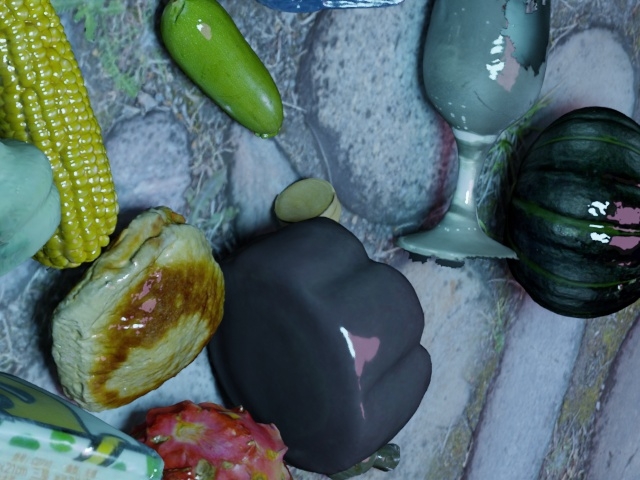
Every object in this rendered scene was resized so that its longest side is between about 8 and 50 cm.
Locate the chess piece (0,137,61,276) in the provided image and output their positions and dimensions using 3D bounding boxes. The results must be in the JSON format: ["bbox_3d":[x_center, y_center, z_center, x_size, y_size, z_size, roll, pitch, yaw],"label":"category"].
[{"bbox_3d":[-0.335,-0.112,1.290,0.194,0.195,0.299,-36,119,-31],"label":"chess piece"}]

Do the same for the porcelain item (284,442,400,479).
[{"bbox_3d":[0.023,0.224,1.859,0.216,0.069,0.081,30,78,-52],"label":"porcelain item"}]

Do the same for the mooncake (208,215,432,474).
[{"bbox_3d":[-0.004,0.100,1.660,0.133,0.245,0.245,-35,127,-34],"label":"mooncake"}]

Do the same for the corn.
[{"bbox_3d":[-0.238,-0.104,1.439,0.101,0.101,0.310,-32,126,-33],"label":"corn"}]

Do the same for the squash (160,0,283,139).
[{"bbox_3d":[-0.088,-0.160,1.600,0.066,0.066,0.201,-56,142,-15],"label":"squash"}]

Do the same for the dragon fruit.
[{"bbox_3d":[-0.117,0.284,1.637,0.210,0.205,0.268,-58,157,-74],"label":"dragon fruit"}]

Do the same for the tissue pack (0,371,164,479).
[{"bbox_3d":[-0.315,0.163,1.363,0.311,0.228,0.128,23,88,-47],"label":"tissue pack"}]

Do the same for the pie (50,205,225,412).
[{"bbox_3d":[-0.166,0.067,1.569,0.179,0.084,0.205,-42,146,-36],"label":"pie"}]

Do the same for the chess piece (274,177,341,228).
[{"bbox_3d":[0.000,0.000,1.751,0.066,0.066,0.122,-46,138,-24],"label":"chess piece"}]

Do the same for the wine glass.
[{"bbox_3d":[0.164,-0.132,1.814,0.143,0.143,0.321,-5,106,-45],"label":"wine glass"}]

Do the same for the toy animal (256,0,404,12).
[{"bbox_3d":[-0.031,-0.292,1.542,0.255,0.239,0.176,-27,169,12],"label":"toy animal"}]

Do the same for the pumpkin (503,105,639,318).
[{"bbox_3d":[0.317,-0.032,1.936,0.250,0.216,0.249,3,90,-89],"label":"pumpkin"}]
